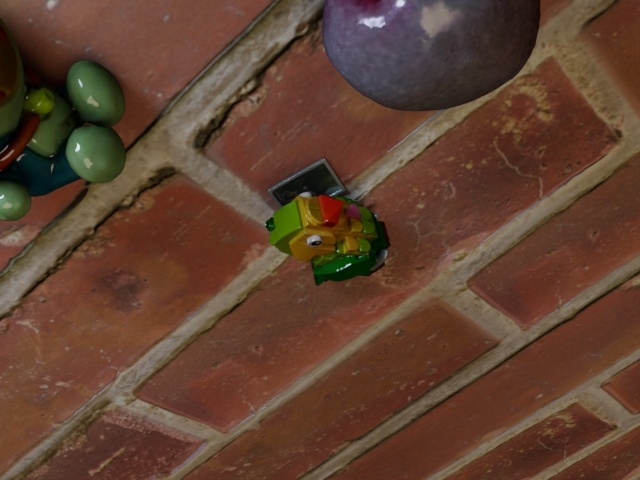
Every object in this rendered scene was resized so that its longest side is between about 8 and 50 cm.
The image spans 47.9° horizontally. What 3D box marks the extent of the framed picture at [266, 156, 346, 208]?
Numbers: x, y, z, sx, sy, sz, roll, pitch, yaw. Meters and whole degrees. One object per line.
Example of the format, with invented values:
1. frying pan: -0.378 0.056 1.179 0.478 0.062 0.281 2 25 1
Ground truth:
1. framed picture: -0.018 -0.067 0.957 0.089 0.007 0.066 -28 132 10

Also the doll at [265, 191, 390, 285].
1. doll: 0.008 -0.003 0.946 0.134 0.106 0.186 -20 154 21

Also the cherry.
1. cherry: 0.108 -0.233 0.720 0.266 0.183 0.213 26 124 -30

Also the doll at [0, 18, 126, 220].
1. doll: -0.348 -0.136 0.678 0.186 0.198 0.322 -25 144 24
